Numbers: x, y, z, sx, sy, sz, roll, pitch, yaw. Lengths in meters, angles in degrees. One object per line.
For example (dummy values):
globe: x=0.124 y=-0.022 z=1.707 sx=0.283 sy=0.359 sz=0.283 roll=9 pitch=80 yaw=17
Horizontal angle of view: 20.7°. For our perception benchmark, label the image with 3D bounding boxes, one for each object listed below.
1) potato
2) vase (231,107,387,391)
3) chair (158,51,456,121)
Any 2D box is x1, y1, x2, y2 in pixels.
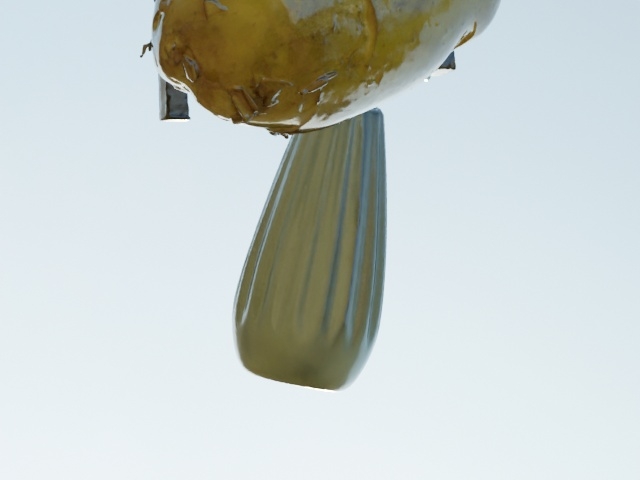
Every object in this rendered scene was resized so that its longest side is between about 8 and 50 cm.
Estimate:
potato: x=0.007 y=-0.171 z=1.261 sx=0.140 sy=0.300 sz=0.173 roll=8 pitch=-60 yaw=50
vase: x=0.000 y=0.000 z=1.507 sx=0.128 sy=0.248 sz=0.128 roll=11 pitch=3 yaw=-1
chair: x=-0.032 y=-0.333 z=1.596 sx=0.203 sy=0.416 sz=0.240 roll=-1 pitch=-8 yaw=-26
